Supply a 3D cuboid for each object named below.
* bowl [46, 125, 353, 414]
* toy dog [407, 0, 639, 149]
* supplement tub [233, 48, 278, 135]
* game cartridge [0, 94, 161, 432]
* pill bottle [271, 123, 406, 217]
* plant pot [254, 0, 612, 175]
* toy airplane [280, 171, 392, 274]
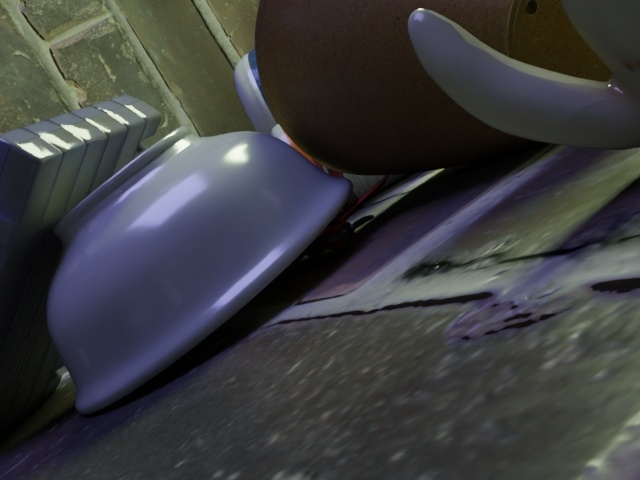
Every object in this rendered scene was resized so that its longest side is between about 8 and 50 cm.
[{"bbox_3d":[-0.127,-0.002,0.759,0.298,0.134,0.298,-39,7,6],"label":"bowl"},{"bbox_3d":[0.167,-0.275,0.369,0.395,0.408,0.284,-27,8,33],"label":"toy dog"},{"bbox_3d":[0.067,-0.234,1.273,0.324,0.235,0.235,-31,7,11],"label":"supplement tub"},{"bbox_3d":[-0.276,0.042,0.841,0.355,0.068,0.230,-64,-11,22],"label":"game cartridge"},{"bbox_3d":[0.068,-0.125,0.963,0.221,0.121,0.121,-32,7,4],"label":"pill bottle"},{"bbox_3d":[0.107,-0.158,0.700,0.237,0.237,0.254,-34,23,-20],"label":"plant pot"},{"bbox_3d":[0.000,0.000,0.757,0.151,0.028,0.151,-36,8,6],"label":"toy airplane"}]
